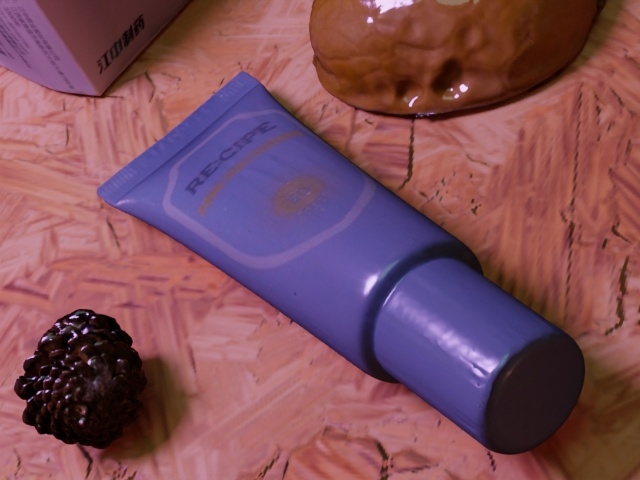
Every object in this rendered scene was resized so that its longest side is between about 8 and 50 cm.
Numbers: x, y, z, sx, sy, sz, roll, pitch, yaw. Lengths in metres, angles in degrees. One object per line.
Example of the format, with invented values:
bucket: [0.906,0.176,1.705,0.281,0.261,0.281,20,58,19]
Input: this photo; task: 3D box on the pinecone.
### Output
pinecone: [-0.141,0.081,0.789,0.077,0.077,0.083,-27,20,3]

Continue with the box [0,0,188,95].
box: [-0.160,-0.288,1.046,0.145,0.173,0.333,23,65,39]

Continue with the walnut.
walnut: [0.078,-0.167,0.885,0.211,0.087,0.167,-11,52,18]

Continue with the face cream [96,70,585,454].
face cream: [0.000,0.000,0.784,0.135,0.086,0.385,-41,41,-11]
